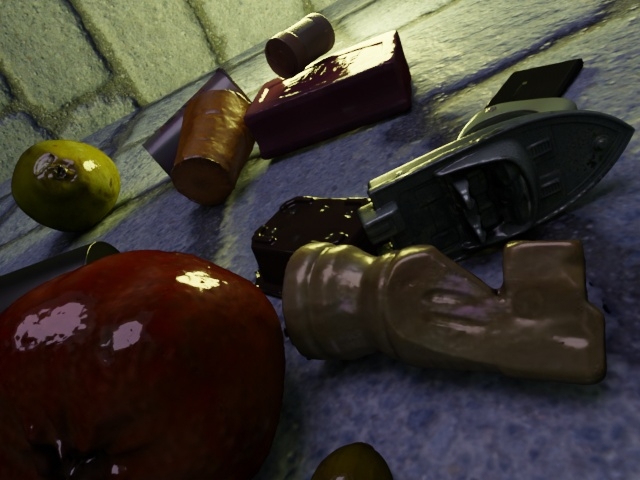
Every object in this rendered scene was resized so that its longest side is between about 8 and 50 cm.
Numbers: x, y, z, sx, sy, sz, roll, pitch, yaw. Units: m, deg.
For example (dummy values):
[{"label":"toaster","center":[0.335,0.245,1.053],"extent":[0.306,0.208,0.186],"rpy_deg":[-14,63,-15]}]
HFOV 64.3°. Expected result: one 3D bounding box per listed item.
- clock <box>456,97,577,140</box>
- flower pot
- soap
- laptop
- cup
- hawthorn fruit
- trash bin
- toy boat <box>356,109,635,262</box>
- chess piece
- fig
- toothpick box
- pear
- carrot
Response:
[{"label":"clock","center":[0.264,-0.128,0.723],"extent":[0.151,0.062,0.191],"rpy_deg":[9,48,46]},{"label":"flower pot","center":[0.000,0.000,0.735],"extent":[0.251,0.084,0.179],"rpy_deg":[8,47,45]},{"label":"soap","center":[0.023,-0.332,1.172],"extent":[0.359,0.128,0.233],"rpy_deg":[-15,33,20]},{"label":"laptop","center":[0.352,-0.251,0.878],"extent":[0.135,0.016,0.197],"rpy_deg":[6,45,47]},{"label":"cup","center":[-0.320,-0.294,1.369],"extent":[0.288,0.203,0.203],"rpy_deg":[-41,32,-8]},{"label":"hawthorn fruit","center":[-0.172,0.132,0.540],"extent":[0.287,0.287,0.330],"rpy_deg":[-21,13,14]},{"label":"trash bin","center":[-0.463,0.140,0.796],"extent":[0.334,0.214,0.214],"rpy_deg":[-24,30,3]},{"label":"toy boat","center":[0.205,-0.061,0.592],"extent":[0.319,0.141,0.092],"rpy_deg":[-25,29,8]},{"label":"chess piece","center":[0.110,0.068,0.500],"extent":[0.301,0.137,0.137],"rpy_deg":[0,41,35]},{"label":"fig","center":[0.028,0.204,0.420],"extent":[0.074,0.074,0.088],"rpy_deg":[-17,17,20]},{"label":"toothpick box","center":[-0.046,-0.454,1.189],"extent":[0.098,0.098,0.149],"rpy_deg":[5,41,45]},{"label":"pear","center":[-0.683,-0.148,1.383],"extent":[0.269,0.269,0.321],"rpy_deg":[-45,15,-25]},{"label":"carrot","center":[-0.236,-0.201,1.169],"extent":[0.196,0.196,0.254],"rpy_deg":[-19,46,18]}]
